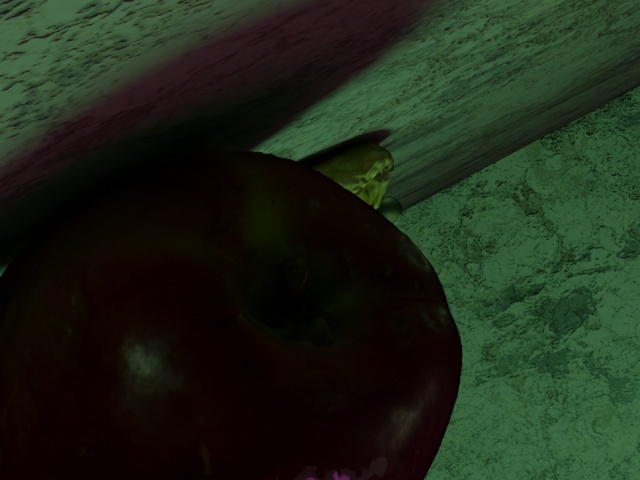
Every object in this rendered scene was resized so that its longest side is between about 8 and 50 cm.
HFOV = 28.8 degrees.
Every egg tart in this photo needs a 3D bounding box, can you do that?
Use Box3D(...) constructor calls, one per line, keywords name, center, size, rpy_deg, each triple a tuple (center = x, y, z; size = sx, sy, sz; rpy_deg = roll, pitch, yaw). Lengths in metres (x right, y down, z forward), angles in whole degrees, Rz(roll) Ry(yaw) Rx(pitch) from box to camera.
Box3D(name="egg tart", center=(-0.038, 0.001, 1.475), size=(0.318, 0.128, 0.319), rpy_deg=(-26, 179, 0))

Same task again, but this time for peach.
Box3D(name="peach", center=(-0.101, 0.108, 0.991), size=(0.353, 0.339, 0.416), rpy_deg=(20, 149, -17))

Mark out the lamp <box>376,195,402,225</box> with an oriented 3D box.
Box3D(name="lamp", center=(-0.003, -0.006, 1.697), size=(0.203, 0.125, 0.283), rpy_deg=(-32, -178, -6))
